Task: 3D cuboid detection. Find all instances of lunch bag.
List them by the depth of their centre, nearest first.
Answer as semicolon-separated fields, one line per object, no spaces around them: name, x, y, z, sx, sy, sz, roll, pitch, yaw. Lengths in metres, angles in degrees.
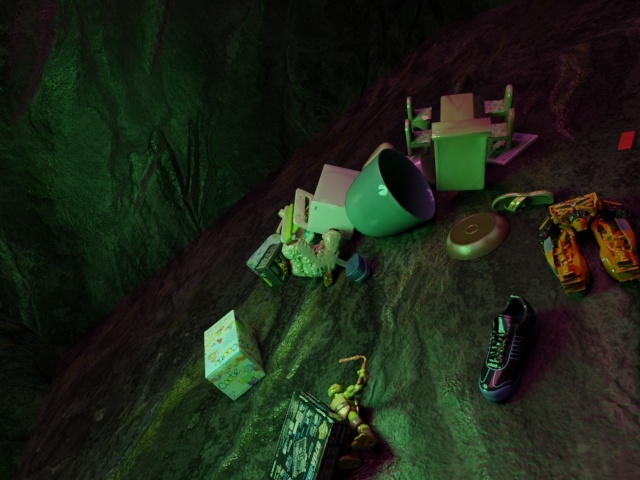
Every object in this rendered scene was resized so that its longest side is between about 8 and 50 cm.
lunch bag;0.134;0.099;1.464;0.067;0.065;0.098;-45;22;27
lunch bag;-0.244;0.065;1.997;0.219;0.090;0.176;-50;28;-22

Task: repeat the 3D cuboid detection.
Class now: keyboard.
keyboard;0.000;0.000;1.868;0.256;0.014;0.072;-31;26;16

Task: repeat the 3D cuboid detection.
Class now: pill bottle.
pill bottle;0.314;-0.247;1.686;0.283;0.160;0.160;-17;33;39

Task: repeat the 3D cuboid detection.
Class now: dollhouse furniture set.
dollhouse furniture set;0.477;-0.404;1.431;0.363;0.256;0.393;0;55;17

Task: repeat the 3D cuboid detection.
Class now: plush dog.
plush dog;-0.032;0.082;1.634;0.263;0.210;0.225;-19;0;-26

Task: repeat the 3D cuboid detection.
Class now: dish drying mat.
dish drying mat;0.870;-0.283;1.176;0.032;0.008;0.083;-4;41;49

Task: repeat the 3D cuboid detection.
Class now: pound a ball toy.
pound a ball toy;-0.103;-0.082;1.891;0.208;0.136;0.319;-53;22;32

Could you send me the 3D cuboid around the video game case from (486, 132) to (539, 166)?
video game case;0.681;-0.335;1.505;0.157;0.019;0.143;-40;25;0

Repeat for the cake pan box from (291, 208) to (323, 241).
cake pan box;-0.014;-0.101;1.994;0.267;0.070;0.245;-30;29;17

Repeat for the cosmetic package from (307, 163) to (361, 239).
cosmetic package;0.072;-0.178;1.794;0.365;0.197;0.155;-73;-3;-54

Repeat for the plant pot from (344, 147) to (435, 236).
plant pot;0.231;-0.148;1.509;0.235;0.293;0.292;-35;22;40

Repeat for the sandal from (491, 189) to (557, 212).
sandal;0.589;-0.107;1.208;0.180;0.072;0.048;-4;64;45

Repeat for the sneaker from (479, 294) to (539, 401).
sneaker;0.390;0.221;0.882;0.082;0.090;0.232;-3;43;52

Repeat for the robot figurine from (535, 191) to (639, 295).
robot figurine;0.619;-0.008;0.964;0.211;0.085;0.290;-21;30;31

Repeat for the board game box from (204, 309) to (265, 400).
board game box;-0.309;0.398;1.467;0.144;0.142;0.275;-39;25;0

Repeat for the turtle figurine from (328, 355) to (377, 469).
turtle figurine;0.051;0.429;0.998;0.269;0.087;0.217;-46;28;11

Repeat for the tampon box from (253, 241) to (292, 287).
tampon box;-0.193;0.107;1.823;0.102;0.120;0.161;-13;35;42

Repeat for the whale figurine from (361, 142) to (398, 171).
whale figurine;0.278;-0.339;1.962;0.216;0.141;0.272;-56;6;-31

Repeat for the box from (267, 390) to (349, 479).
box;-0.033;0.486;0.952;0.175;0.051;0.220;7;78;57

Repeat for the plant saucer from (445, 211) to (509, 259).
plant saucer;0.467;-0.025;1.257;0.199;0.036;0.198;-31;25;17
